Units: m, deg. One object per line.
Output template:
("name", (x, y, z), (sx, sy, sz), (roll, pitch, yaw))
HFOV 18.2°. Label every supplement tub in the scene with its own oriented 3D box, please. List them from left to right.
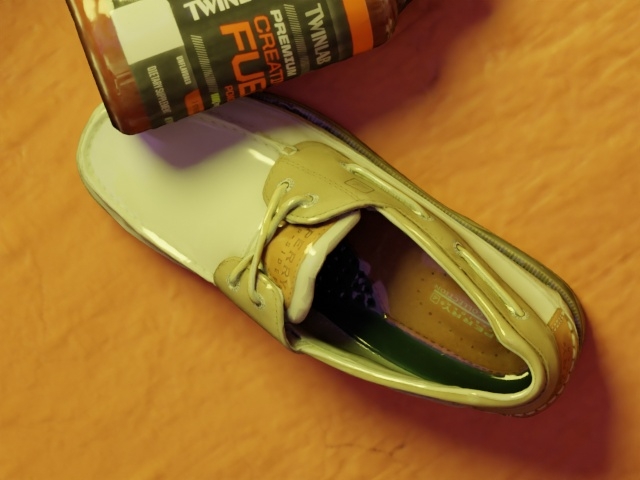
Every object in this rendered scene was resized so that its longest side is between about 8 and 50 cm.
("supplement tub", (-0.031, -0.134, 1.038), (0.198, 0.106, 0.106), (-21, 94, -3))

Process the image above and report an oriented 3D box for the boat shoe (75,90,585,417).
("boat shoe", (0.000, 0.000, 1.066), (0.302, 0.103, 0.113), (24, 103, 7))
